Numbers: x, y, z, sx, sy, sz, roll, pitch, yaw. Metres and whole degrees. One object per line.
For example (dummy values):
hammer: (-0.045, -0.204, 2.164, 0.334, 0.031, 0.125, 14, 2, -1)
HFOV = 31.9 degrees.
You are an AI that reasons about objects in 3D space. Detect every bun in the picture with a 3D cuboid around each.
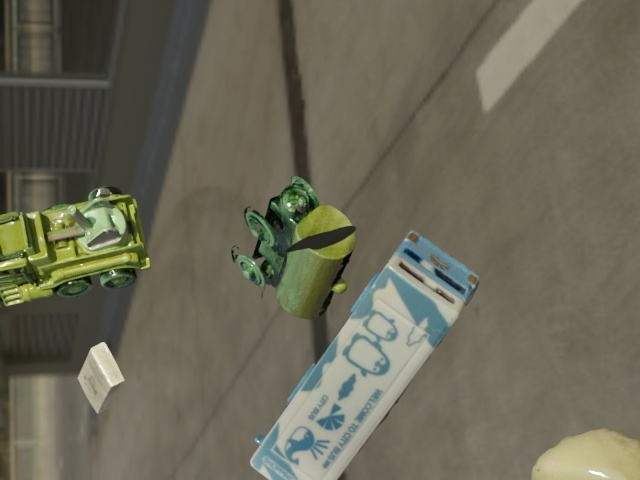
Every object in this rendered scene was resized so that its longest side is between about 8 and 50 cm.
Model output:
bun: (0.325, 0.288, 1.250, 0.128, 0.193, 0.178, -49, -7, -43)

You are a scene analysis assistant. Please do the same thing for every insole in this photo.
insole: (0.000, 0.000, 1.287, 0.002, 0.053, 0.153, 59, 153, -10)

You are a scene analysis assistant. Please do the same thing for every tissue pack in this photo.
tissue pack: (-0.265, 0.166, 1.346, 0.056, 0.023, 0.108, 59, 150, 14)

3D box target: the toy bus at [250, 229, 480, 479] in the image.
toy bus: (0.044, 0.139, 1.181, 0.297, 0.106, 0.131, -56, -4, 21)

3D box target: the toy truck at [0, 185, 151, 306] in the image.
toy truck: (-0.356, 0.003, 1.393, 0.135, 0.260, 0.128, 82, 173, -69)

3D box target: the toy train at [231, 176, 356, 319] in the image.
toy train: (-0.044, 0.028, 1.829, 0.189, 0.126, 0.307, 53, 156, 16)
